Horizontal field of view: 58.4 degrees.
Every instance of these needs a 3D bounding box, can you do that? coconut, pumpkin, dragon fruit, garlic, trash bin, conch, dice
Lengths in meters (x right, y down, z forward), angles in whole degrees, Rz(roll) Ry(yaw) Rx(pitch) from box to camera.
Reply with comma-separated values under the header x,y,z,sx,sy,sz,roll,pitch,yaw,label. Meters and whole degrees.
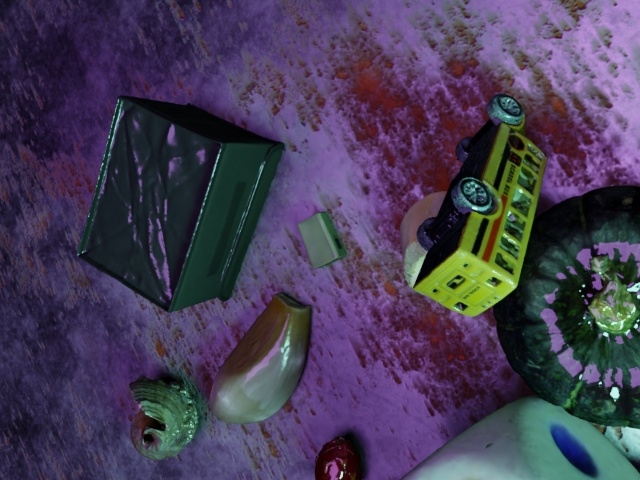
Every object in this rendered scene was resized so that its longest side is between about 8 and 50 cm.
x,y,z,sx,sy,sz,roll,pitch,yaw,label
0.197,0.003,0.911,0.147,0.153,0.147,5,130,5,coconut
0.395,0.088,0.766,0.323,0.241,0.324,1,93,26,pumpkin
0.040,0.460,1.075,0.094,0.094,0.191,-6,105,27,dragon fruit
-0.116,0.251,1.126,0.143,0.112,0.318,36,99,21,garlic
0.000,0.000,1.061,0.060,0.043,0.092,-28,83,26,trash bin
-0.343,0.369,1.199,0.178,0.245,0.163,42,73,-2,conch
0.279,0.404,0.758,0.277,0.304,0.304,-49,58,23,dice

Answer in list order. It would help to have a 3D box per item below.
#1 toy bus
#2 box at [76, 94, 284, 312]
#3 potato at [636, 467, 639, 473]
x,y,z,sx,sy,sz,roll,pitch,yaw,label
0.232,-0.059,0.799,0.123,0.336,0.121,31,142,-1,toy bus
-0.270,-0.071,1.094,0.251,0.204,0.345,27,107,21,box
0.500,0.409,0.842,0.061,0.086,0.122,-5,88,29,potato
